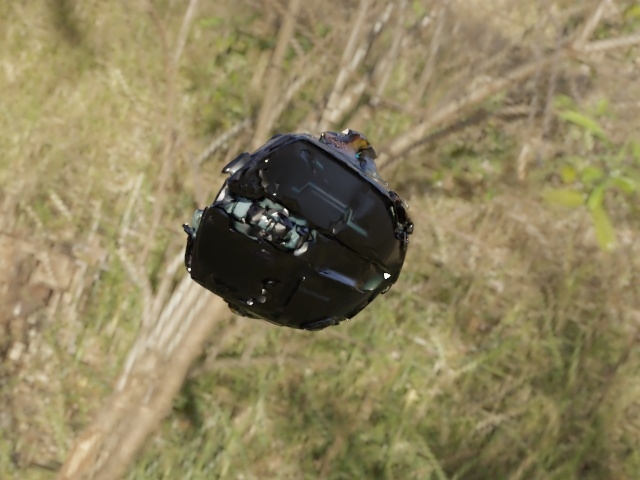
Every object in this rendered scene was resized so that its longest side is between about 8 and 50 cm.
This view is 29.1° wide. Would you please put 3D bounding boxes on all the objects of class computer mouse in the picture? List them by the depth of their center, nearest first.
[{"bbox_3d":[0.000,0.000,0.793,0.077,0.146,0.241,32,5,29],"label":"computer mouse"}]
